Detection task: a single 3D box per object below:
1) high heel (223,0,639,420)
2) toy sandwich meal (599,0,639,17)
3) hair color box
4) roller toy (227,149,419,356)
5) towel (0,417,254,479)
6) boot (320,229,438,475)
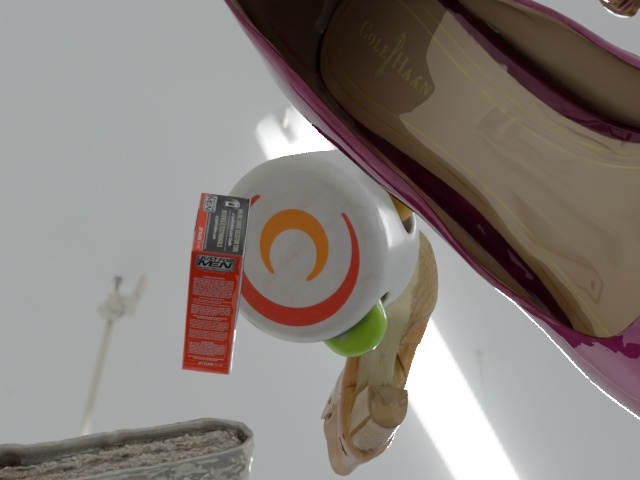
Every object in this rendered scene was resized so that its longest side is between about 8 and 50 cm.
[{"bbox_3d":[0.066,-0.035,0.453,0.181,0.377,0.127,22,-79,-28],"label":"high heel"},{"bbox_3d":[0.225,-0.198,0.829,0.029,0.086,0.085,24,-58,-33],"label":"toy sandwich meal"},{"bbox_3d":[-0.086,0.037,0.970,0.043,0.072,0.141,7,-48,-4],"label":"hair color box"},{"bbox_3d":[0.000,0.000,1.230,0.191,0.146,0.209,14,-77,21],"label":"roller toy"},{"bbox_3d":[-0.194,0.226,0.911,0.282,0.049,0.187,-6,-47,-17],"label":"towel"},{"bbox_3d":[0.063,0.143,1.532,0.104,0.295,0.211,16,-27,-11],"label":"boot"}]
